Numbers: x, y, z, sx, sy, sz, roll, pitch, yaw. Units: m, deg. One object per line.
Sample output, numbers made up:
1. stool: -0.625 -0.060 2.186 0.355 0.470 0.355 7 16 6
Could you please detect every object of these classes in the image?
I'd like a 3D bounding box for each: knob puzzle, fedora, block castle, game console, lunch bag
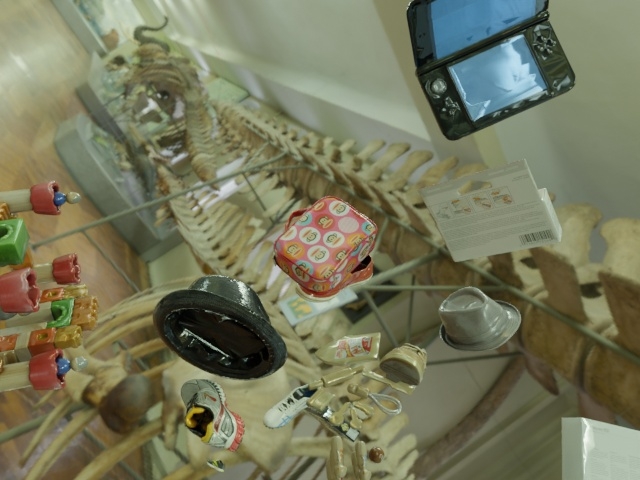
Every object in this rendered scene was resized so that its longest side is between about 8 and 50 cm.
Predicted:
1. knob puzzle: 0.080 0.334 1.635 0.213 0.213 0.029 -142 -142 -73
2. fedora: -0.226 0.193 1.331 0.334 0.334 0.152 60 29 -35
3. block castle: -0.629 0.092 1.218 0.453 0.213 0.302 -117 -157 -54
4. fedora: 0.487 0.236 1.767 0.124 0.244 0.275 57 -19 -17
5. game console: 0.341 -0.374 1.070 0.173 0.293 0.250 27 40 -84
6. lunch bag: 0.000 0.000 1.672 0.258 0.293 0.120 36 -29 22

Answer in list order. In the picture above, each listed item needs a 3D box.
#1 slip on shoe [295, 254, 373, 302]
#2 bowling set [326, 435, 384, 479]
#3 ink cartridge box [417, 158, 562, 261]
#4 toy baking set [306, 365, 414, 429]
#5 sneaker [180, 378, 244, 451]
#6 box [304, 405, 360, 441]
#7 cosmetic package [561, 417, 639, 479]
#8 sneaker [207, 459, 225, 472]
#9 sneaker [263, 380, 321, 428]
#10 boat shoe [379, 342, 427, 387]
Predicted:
1. slip on shoe: 0.052 0.118 1.855 0.123 0.331 0.101 40 -47 36
2. bowling set: 0.123 0.760 1.818 0.287 0.200 0.154 90 -5 -51
3. ink cartridge box: 0.447 -0.082 1.457 0.296 0.066 0.261 -14 -61 36
4. toy baking set: 0.095 0.389 1.377 0.197 0.256 0.030 41 -40 50
5. sneaker: -0.246 0.356 1.163 0.093 0.088 0.225 26 -1 -38
6. box: 0.034 0.697 2.145 0.175 0.051 0.220 42 -20 -14
7. cosmetic package: 0.947 0.743 1.754 0.377 0.284 0.097 17 -21 -17
8. sneaker: -0.370 0.800 1.964 0.083 0.035 0.031 12 -27 35
9. sneaker: -0.097 0.551 1.863 0.085 0.237 0.086 32 -46 39
10. boat shoe: 0.244 0.346 1.572 0.122 0.110 0.341 25 -18 14
